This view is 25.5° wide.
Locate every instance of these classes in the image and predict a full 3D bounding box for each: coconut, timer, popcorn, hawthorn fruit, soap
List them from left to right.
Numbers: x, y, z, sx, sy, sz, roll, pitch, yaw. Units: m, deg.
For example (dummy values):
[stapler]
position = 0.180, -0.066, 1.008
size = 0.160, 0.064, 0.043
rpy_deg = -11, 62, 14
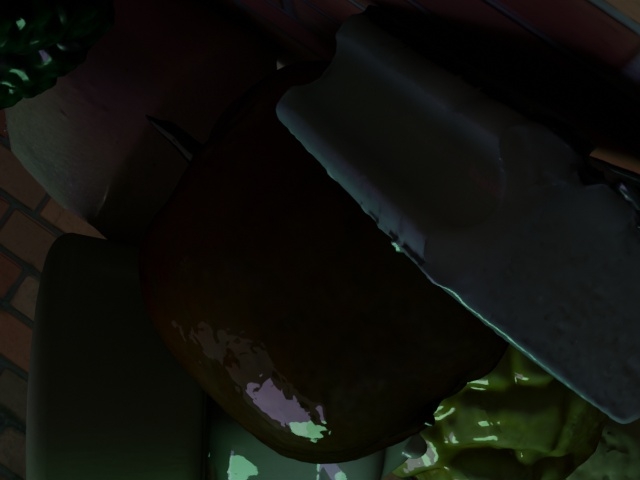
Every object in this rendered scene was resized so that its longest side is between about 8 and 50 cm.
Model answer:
[coconut]
position = -0.152, -0.109, 1.261
size = 0.245, 0.233, 0.233
rpy_deg = 39, 180, 15
[timer]
position = -0.070, 0.144, 1.180
size = 0.315, 0.290, 0.291
rpy_deg = 2, -178, -5
[hawthorn fruit]
position = 0.000, 0.000, 0.997
size = 0.301, 0.268, 0.268
rpy_deg = 45, 179, 0
[soap]
position = 0.079, -0.022, 0.731
size = 0.150, 0.094, 0.261
rpy_deg = 42, -177, -27
[popcorn]
position = 0.164, 0.116, 1.322
size = 0.293, 0.293, 0.237
rpy_deg = 50, -158, -86

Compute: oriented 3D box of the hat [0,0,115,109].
[hat]
position = -0.318, -0.258, 1.028
size = 0.274, 0.242, 0.332
rpy_deg = -16, -100, -45

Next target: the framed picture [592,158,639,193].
[framed picture]
position = 0.243, 0.019, 0.809
size = 0.195, 0.010, 0.199
rpy_deg = 35, 179, -29

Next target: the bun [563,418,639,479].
[bun]
position = 0.326, 0.233, 1.540
size = 0.349, 0.227, 0.352
rpy_deg = 10, 174, -2
